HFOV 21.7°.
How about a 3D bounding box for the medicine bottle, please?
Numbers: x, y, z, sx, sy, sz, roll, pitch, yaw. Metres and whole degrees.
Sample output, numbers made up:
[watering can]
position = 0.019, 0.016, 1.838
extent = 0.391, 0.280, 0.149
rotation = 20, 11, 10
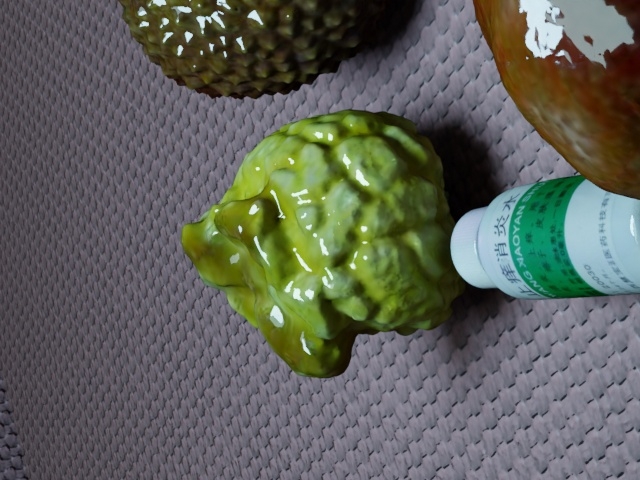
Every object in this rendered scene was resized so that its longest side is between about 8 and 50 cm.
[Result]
[medicine bottle]
position = 0.195, -0.003, 1.264
extent = 0.260, 0.095, 0.095
rotation = -10, 88, 64

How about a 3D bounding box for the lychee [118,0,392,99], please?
[lychee]
position = -0.053, -0.247, 1.528
extent = 0.267, 0.267, 0.267
rotation = 23, 117, 59

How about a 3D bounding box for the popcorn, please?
[popcorn]
position = 0.000, 0.000, 1.465
extent = 0.206, 0.251, 0.237
rotation = 59, -163, -53

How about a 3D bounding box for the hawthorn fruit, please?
[hawthorn fruit]
position = 0.219, -0.174, 1.009
extent = 0.311, 0.295, 0.295
rotation = -100, 15, -65
